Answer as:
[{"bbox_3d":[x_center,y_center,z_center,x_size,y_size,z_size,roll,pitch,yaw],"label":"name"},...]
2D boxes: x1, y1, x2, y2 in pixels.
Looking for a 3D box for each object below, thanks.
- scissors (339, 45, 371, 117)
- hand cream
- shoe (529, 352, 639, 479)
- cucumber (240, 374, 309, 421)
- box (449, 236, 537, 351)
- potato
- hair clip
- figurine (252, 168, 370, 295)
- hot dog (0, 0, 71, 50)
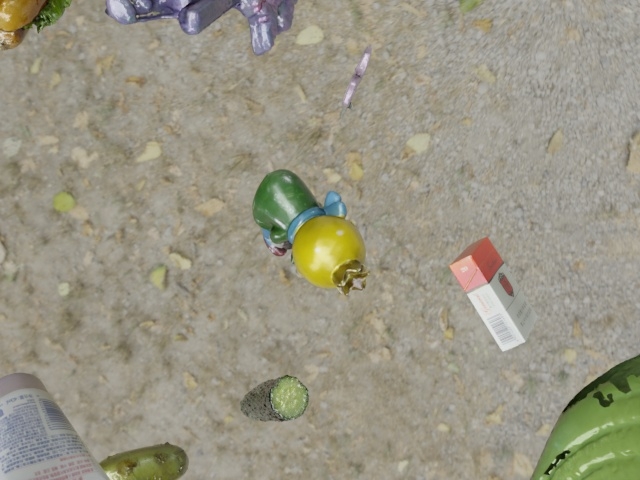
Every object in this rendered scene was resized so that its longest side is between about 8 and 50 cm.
[{"bbox_3d":[0.054,-0.255,1.246,0.021,0.212,0.110,24,77,1],"label":"scissors"},{"bbox_3d":[-0.345,0.258,0.878,0.248,0.133,0.083,36,127,50],"label":"hand cream"},{"bbox_3d":[0.142,0.156,0.310,0.140,0.128,0.262,48,126,47],"label":"shoe"},{"bbox_3d":[-0.082,0.259,1.153,0.067,0.067,0.293,44,158,-2],"label":"cucumber"},{"bbox_3d":[0.264,0.079,1.081,0.048,0.100,0.152,-34,89,30],"label":"box"},{"bbox_3d":[-0.313,0.401,1.224,0.085,0.188,0.105,63,143,26],"label":"potato"},{"bbox_3d":[-0.094,-0.267,0.777,0.090,0.278,0.137,9,117,38],"label":"hair clip"},{"bbox_3d":[-0.011,0.010,1.124,0.234,0.127,0.185,42,149,22],"label":"figurine"},{"bbox_3d":[-0.381,-0.391,0.953,0.135,0.337,0.100,0,156,27],"label":"hot dog"}]
